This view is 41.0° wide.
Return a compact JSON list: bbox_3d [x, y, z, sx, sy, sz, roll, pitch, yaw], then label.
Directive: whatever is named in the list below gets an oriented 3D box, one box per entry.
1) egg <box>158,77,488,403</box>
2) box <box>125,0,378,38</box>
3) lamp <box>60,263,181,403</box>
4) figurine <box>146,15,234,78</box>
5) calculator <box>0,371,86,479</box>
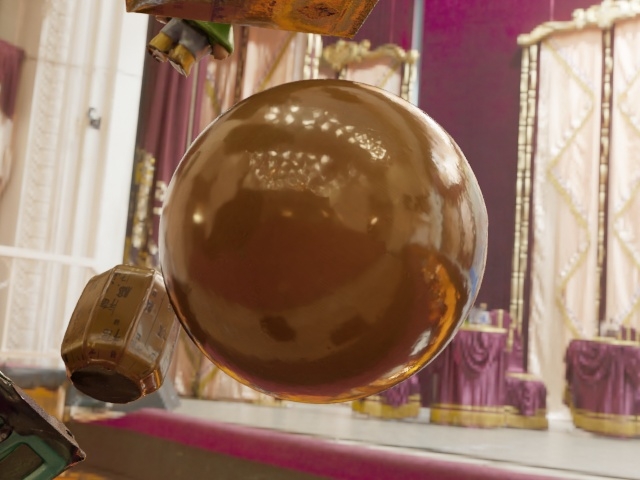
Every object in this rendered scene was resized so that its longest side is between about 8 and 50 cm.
[{"bbox_3d":[0.000,0.000,0.800,0.301,0.301,0.374,5,-12,-6],"label":"egg"},{"bbox_3d":[-0.079,-0.282,0.959,0.279,0.041,0.153,4,-8,-11],"label":"box"},{"bbox_3d":[-0.289,0.136,1.258,0.161,0.185,0.161,7,-37,5],"label":"lamp"},{"bbox_3d":[-0.134,-0.349,1.205,0.162,0.263,0.143,35,-9,22],"label":"figurine"},{"bbox_3d":[-0.513,0.286,1.206,0.274,0.248,0.058,51,4,-16],"label":"calculator"}]
